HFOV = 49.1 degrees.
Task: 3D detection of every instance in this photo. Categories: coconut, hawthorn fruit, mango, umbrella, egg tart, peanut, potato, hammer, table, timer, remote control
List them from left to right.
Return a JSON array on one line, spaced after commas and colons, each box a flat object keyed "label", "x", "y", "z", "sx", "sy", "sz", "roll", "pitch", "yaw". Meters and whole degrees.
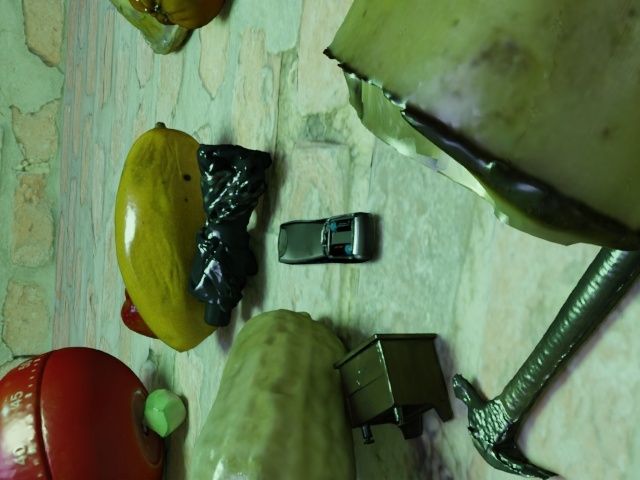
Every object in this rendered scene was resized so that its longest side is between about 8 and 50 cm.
[{"label": "timer", "x": -0.453, "y": 0.388, "z": 1.313, "sx": 0.378, "sy": 0.279, "sz": 0.378, "roll": 164, "pitch": 90, "yaw": -88}, {"label": "egg tart", "x": -0.329, "y": -0.537, "z": 1.350, "sx": 0.352, "sy": 0.149, "sz": 0.352, "roll": 7, "pitch": 98, "yaw": 61}, {"label": "hawthorn fruit", "x": -0.274, "y": 0.107, "z": 1.213, "sx": 0.132, "sy": 0.137, "sz": 0.133, "roll": 180, "pitch": 90, "yaw": -64}, {"label": "coconut", "x": -0.288, "y": 0.313, "z": 1.288, "sx": 0.082, "sy": 0.081, "sz": 0.083, "roll": 30, "pitch": 129, "yaw": 12}, {"label": "mango", "x": -0.232, "y": -0.005, "z": 1.099, "sx": 0.144, "sy": 0.187, "sz": 0.360, "roll": -9, "pitch": 81, "yaw": 38}, {"label": "hawthorn fruit", "x": -0.232, "y": -0.443, "z": 1.141, "sx": 0.189, "sy": 0.189, "sz": 0.189, "roll": -7, "pitch": 82, "yaw": 61}, {"label": "umbrella", "x": -0.134, "y": -0.005, "z": 1.010, "sx": 0.122, "sy": 0.110, "sz": 0.273, "roll": 36, "pitch": 124, "yaw": 56}, {"label": "peanut", "x": -0.038, "y": 0.185, "z": 0.720, "sx": 0.340, "sy": 0.158, "sz": 0.174, "roll": -81, "pitch": -15, "yaw": -50}, {"label": "remote control", "x": 0.000, "y": 0.000, "z": 0.836, "sx": 0.212, "sy": 0.028, "sz": 0.059, "roll": -6, "pitch": 84, "yaw": 61}, {"label": "table", "x": 0.069, "y": 0.140, "z": 0.660, "sx": 0.083, "sy": 0.070, "sz": 0.082, "roll": -46, "pitch": 49, "yaw": 49}, {"label": "potato", "x": 0.136, "y": -0.138, "z": 0.429, "sx": 0.285, "sy": 0.242, "sz": 0.243, "roll": -95, "pitch": 16, "yaw": -72}, {"label": "hammer", "x": 0.184, "y": 0.056, "z": 0.506, "sx": 0.125, "sy": 0.026, "sz": 0.297, "roll": 60, "pitch": 137, "yaw": 44}]
